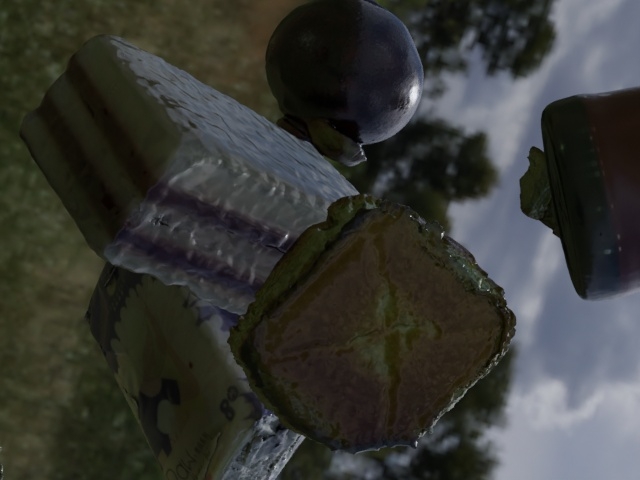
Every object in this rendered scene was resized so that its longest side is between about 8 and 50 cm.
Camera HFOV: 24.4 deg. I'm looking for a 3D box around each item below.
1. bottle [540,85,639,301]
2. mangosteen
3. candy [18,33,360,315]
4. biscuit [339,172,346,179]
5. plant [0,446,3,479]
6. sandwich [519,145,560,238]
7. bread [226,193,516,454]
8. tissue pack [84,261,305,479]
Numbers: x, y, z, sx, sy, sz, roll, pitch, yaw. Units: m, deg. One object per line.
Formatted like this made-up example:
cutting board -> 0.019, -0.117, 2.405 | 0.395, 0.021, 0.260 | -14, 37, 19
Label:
bottle -> 0.326, -0.056, 0.999 | 0.144, 0.336, 0.144 | -11, 90, -84
mangosteen -> 0.023, -0.209, 2.062 | 0.228, 0.228, 0.266 | 178, -69, -84
candy -> -0.087, -0.039, 1.292 | 0.135, 0.320, 0.179 | -49, -132, 12
biscuit -> 0.004, 0.001, 1.850 | 0.170, 0.050, 0.170 | -43, 139, -52
plant -> -0.542, 0.305, 1.893 | 0.306, 0.297, 0.261 | -52, -157, 39
sandwich -> 0.350, -0.052, 2.050 | 0.244, 0.088, 0.090 | 39, -68, 37
bread -> 0.029, 0.050, 0.815 | 0.140, 0.128, 0.069 | -49, -168, 7
tissue pack -> -0.150, 0.148, 1.827 | 0.344, 0.125, 0.242 | 57, -44, 27
